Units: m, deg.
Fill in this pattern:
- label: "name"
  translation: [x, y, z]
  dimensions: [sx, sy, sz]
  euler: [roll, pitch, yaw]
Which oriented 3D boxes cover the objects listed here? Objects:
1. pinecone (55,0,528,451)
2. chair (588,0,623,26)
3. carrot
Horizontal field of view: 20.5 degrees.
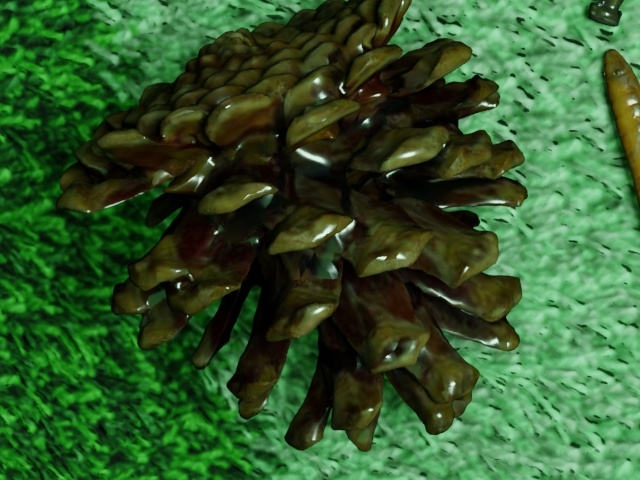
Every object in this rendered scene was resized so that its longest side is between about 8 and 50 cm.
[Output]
- label: "pinecone"
  translation: [0.000, 0.000, 1.397]
  dimensions: [0.384, 0.384, 0.384]
  euler: [3, 98, 22]
- label: "chair"
  translation: [0.375, -0.307, 1.192]
  dimensions: [0.362, 0.364, 0.410]
  euler: [20, 99, 19]
- label: "carrot"
  translation: [0.278, -0.037, 1.415]
  dimensions: [0.061, 0.061, 0.257]
  euler: [-25, 85, 23]
